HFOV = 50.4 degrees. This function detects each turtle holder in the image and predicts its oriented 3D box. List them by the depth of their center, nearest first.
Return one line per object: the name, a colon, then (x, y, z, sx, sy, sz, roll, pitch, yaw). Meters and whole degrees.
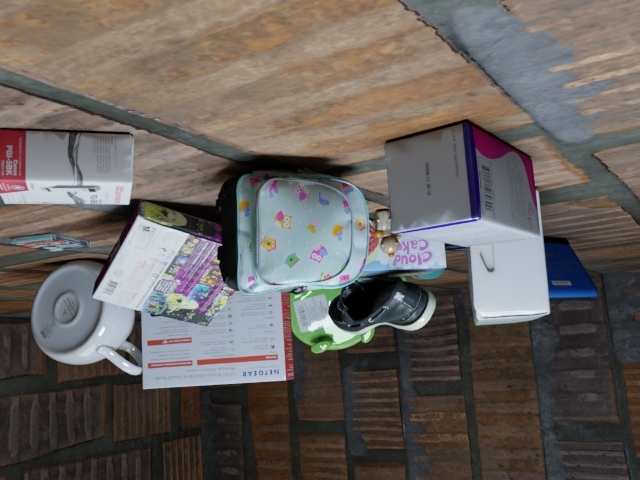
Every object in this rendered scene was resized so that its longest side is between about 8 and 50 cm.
turtle holder: (0.057, 0.145, 1.850, 0.320, 0.243, 0.227, -44, -175, 3)

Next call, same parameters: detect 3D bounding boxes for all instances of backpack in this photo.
backpack: (-0.026, -0.011, 0.884, 0.188, 0.166, 0.144, -2, -179, -29)

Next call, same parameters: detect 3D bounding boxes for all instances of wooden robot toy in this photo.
wooden robot toy: (0.127, -0.011, 1.231, 0.076, 0.079, 0.173, -12, 168, 43)

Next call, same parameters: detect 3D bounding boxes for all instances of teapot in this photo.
teapot: (-0.519, 0.175, 1.572, 0.252, 0.256, 0.187, -3, 164, 23)

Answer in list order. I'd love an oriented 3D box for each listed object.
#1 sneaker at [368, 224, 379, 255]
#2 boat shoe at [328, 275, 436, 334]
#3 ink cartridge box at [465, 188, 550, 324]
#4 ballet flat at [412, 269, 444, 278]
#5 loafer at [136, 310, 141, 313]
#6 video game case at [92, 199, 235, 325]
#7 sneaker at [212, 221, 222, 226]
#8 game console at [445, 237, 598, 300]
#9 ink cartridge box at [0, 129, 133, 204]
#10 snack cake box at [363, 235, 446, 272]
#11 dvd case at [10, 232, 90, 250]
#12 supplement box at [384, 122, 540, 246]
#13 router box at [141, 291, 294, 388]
sneaker: (0.000, 0.000, 1.299, 0.225, 0.088, 0.093, -6, -169, 12)
boat shoe: (0.098, 0.132, 1.477, 0.113, 0.127, 0.340, 33, 163, -25)
ink cartridge box: (0.326, 0.042, 1.218, 0.121, 0.211, 0.289, -5, 171, 11)
ballet flat: (0.214, 0.048, 1.702, 0.247, 0.083, 0.087, 6, -169, -46)
loafer: (-0.410, 0.128, 1.715, 0.365, 0.130, 0.134, -7, 171, 17)
video game case: (-0.234, 0.047, 1.108, 0.210, 0.042, 0.232, 18, 135, -24)
sneaker: (-0.179, 0.005, 1.217, 0.261, 0.104, 0.125, 7, 178, -13)
game console: (0.486, 0.075, 1.670, 0.293, 0.250, 0.173, 2, 143, -36)
ink cartridge box: (-0.270, -0.075, 0.726, 0.135, 0.056, 0.099, 0, 170, -17)
snack cake box: (0.118, 0.030, 1.455, 0.264, 0.089, 0.152, -2, 170, -7)
dvd case: (-0.503, 0.004, 1.274, 0.087, 0.013, 0.119, -6, 170, 15)
supplement box: (0.183, -0.059, 0.845, 0.114, 0.111, 0.220, -10, 169, 35)
router box: (-0.238, 0.175, 1.543, 0.335, 0.301, 0.082, -5, 170, 11)
